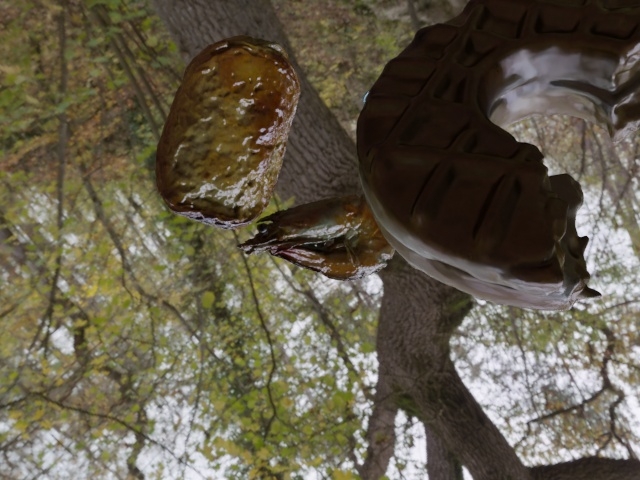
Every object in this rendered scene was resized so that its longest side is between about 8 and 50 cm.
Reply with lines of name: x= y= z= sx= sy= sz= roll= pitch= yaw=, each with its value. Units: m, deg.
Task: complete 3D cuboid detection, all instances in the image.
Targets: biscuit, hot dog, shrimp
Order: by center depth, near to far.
biscuit: x=0.176 y=-0.117 z=0.550 sx=0.268 sy=0.115 sz=0.366 roll=23 pitch=-118 yaw=31
hot dog: x=-0.124 y=-0.151 z=0.824 sx=0.114 sy=0.175 sz=0.259 roll=-139 pitch=-112 yaw=-72
shrimp: x=0.000 y=0.000 z=1.046 sx=0.294 sy=0.154 sz=0.062 roll=-6 pitch=176 yaw=-10

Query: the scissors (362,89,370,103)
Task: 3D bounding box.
scissors: x=0.128 y=-0.311 z=1.164 sx=0.119 sy=0.058 sz=0.014 roll=-56 pitch=-136 yaw=45
